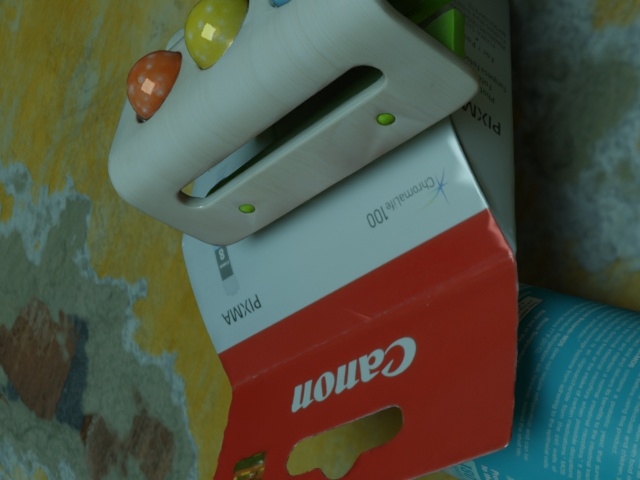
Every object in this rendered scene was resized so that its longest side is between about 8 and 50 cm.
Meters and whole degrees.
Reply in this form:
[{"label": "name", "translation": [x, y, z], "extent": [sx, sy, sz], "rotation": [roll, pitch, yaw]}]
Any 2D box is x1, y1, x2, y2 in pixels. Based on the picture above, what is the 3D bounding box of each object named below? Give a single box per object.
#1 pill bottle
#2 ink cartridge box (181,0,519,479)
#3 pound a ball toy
[{"label": "pill bottle", "translation": [0.196, 0.118, 0.602], "extent": [0.264, 0.146, 0.146], "rotation": [14, 102, 45]}, {"label": "ink cartridge box", "translation": [0.000, 0.000, 0.713], "extent": [0.308, 0.091, 0.385], "rotation": [-31, 39, 41]}, {"label": "pound a ball toy", "translation": [-0.042, -0.142, 0.682], "extent": [0.319, 0.135, 0.208], "rotation": [-28, 44, 43]}]
